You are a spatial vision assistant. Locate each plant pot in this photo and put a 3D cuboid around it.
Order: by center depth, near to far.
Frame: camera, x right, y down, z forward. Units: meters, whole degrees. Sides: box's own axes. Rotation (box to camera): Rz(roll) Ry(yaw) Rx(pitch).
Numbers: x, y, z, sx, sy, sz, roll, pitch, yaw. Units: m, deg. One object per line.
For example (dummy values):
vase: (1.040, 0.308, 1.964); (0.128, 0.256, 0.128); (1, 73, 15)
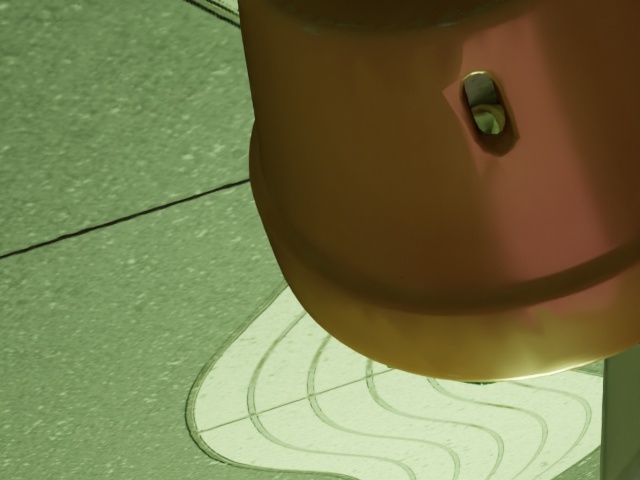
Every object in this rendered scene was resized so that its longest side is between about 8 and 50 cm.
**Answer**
plant pot: (0.081, -0.103, 0.682); (0.290, 0.291, 0.203); (-22, 137, 3)

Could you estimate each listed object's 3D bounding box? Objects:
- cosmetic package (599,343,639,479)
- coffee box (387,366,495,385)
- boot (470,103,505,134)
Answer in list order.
cosmetic package: (0.405, 0.002, 0.762); (0.329, 0.327, 0.394); (28, 120, -3)
coffee box: (0.152, 0.106, 1.276); (0.113, 0.041, 0.184); (-7, -177, -24)
boot: (0.194, -0.026, 1.104); (0.269, 0.089, 0.236); (-3, 139, -32)
